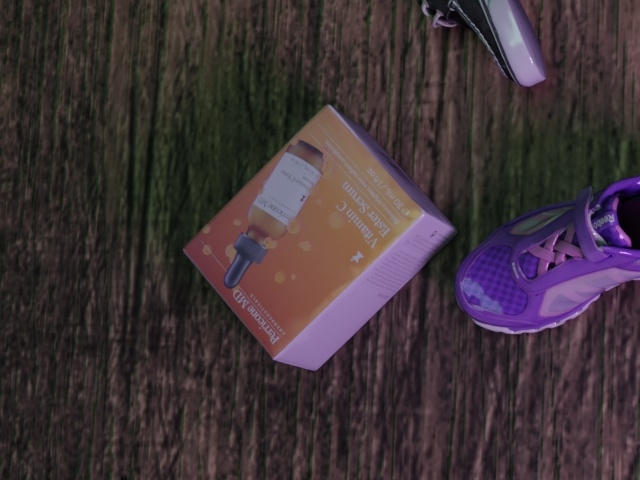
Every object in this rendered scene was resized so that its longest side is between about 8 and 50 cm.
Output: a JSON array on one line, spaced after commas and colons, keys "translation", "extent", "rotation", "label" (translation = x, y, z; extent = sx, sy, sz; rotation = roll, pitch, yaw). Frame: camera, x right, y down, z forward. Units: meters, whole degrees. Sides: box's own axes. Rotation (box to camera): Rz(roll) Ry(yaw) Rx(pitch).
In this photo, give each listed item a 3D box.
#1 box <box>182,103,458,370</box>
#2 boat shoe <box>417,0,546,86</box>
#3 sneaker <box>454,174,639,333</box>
[{"translation": [0.000, 0.000, 1.418], "extent": [0.170, 0.091, 0.130], "rotation": [-45, 68, 8], "label": "box"}, {"translation": [0.114, -0.206, 1.422], "extent": [0.070, 0.078, 0.219], "rotation": [-31, 63, 13], "label": "boat shoe"}, {"translation": [0.206, 0.001, 1.330], "extent": [0.236, 0.104, 0.095], "rotation": [-19, 75, 18], "label": "sneaker"}]
